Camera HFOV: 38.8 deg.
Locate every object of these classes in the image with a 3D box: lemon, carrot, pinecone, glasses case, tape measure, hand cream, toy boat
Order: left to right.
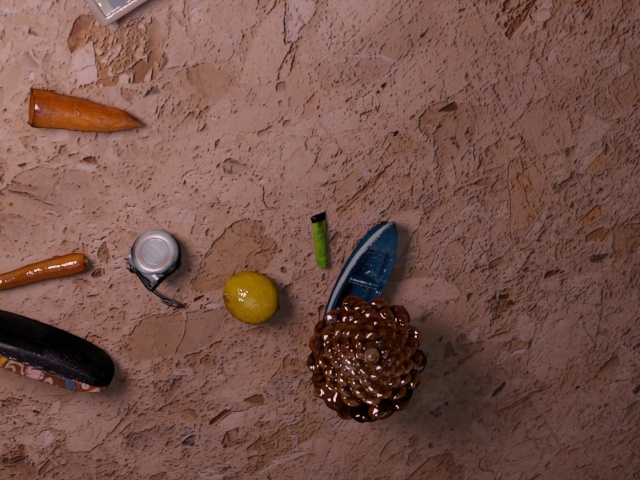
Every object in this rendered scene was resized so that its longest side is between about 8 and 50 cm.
[{"bbox_3d":[-0.575,0.068,1.781,0.248,0.043,0.043,-14,119,-5],"label":"carrot"},{"bbox_3d":[-0.564,0.218,1.812,0.321,0.122,0.082,24,107,-23],"label":"glasses case"},{"bbox_3d":[-0.426,-0.228,1.656,0.205,0.072,0.072,6,114,-19],"label":"carrot"},{"bbox_3d":[-0.320,0.056,1.844,0.107,0.104,0.180,-47,155,-14],"label":"tape measure"},{"bbox_3d":[-0.142,0.119,1.876,0.133,0.109,0.109,21,109,-29],"label":"lemon"},{"bbox_3d":[0.000,0.000,1.900,0.036,0.023,0.121,-20,120,-27],"label":"hand cream"},{"bbox_3d":[0.088,0.081,1.942,0.096,0.061,0.299,17,111,-21],"label":"toy boat"},{"bbox_3d":[0.086,0.255,1.863,0.264,0.264,0.264,-6,117,-11],"label":"pinecone"}]

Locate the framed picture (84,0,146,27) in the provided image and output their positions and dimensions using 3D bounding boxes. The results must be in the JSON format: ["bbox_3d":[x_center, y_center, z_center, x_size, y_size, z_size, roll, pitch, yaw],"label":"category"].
[{"bbox_3d":[-0.360,-0.536,1.524,0.213,0.016,0.289,-31,112,3],"label":"framed picture"}]
